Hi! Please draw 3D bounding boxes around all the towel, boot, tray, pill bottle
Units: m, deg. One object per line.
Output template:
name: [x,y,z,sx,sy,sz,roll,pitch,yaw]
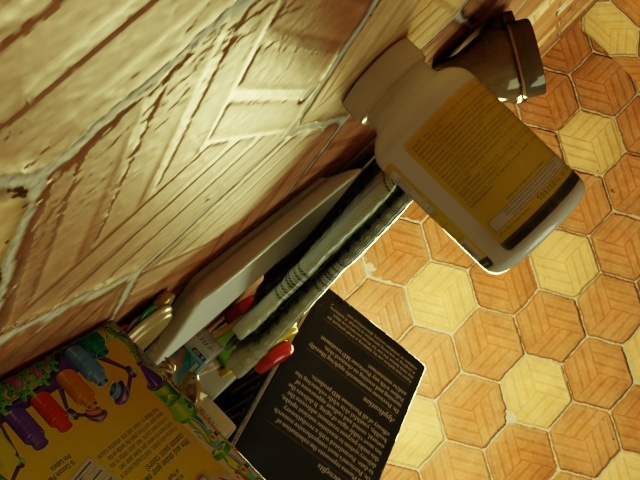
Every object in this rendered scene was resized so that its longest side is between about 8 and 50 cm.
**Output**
towel: [0.000,0.000,0.997,0.324,0.056,0.312,-48,-172,15]
boot: [0.190,-0.206,0.933,0.115,0.112,0.305,-15,-172,13]
tray: [-0.067,0.015,0.811,0.270,0.030,0.145,-41,175,-42]
pill bottle: [0.108,-0.069,0.618,0.103,0.184,0.103,-45,176,-4]

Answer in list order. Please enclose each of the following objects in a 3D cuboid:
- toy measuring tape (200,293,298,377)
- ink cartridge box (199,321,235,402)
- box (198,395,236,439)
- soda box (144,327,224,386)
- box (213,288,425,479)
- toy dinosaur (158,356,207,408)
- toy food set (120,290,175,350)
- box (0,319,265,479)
toy measuring tape: [-0.116,0.145,1.144,0.121,0.121,0.330,-46,166,18]
ink cartridge box: [-0.145,0.184,1.377,0.140,0.082,0.190,-47,177,28]
box: [-0.301,0.378,1.325,0.311,0.148,0.121,-45,177,27]
soda box: [-0.193,0.167,0.879,0.183,0.058,0.063,-47,175,19]
box: [-0.100,0.413,1.575,0.480,0.297,0.472,-38,-164,51]
toy dinosaur: [-0.156,0.154,0.728,0.064,0.112,0.211,-44,177,-24]
toy food set: [-0.154,0.079,0.642,0.083,0.020,0.082,-46,176,23]
box: [-0.152,0.240,0.460,0.177,0.279,0.290,-47,175,21]
